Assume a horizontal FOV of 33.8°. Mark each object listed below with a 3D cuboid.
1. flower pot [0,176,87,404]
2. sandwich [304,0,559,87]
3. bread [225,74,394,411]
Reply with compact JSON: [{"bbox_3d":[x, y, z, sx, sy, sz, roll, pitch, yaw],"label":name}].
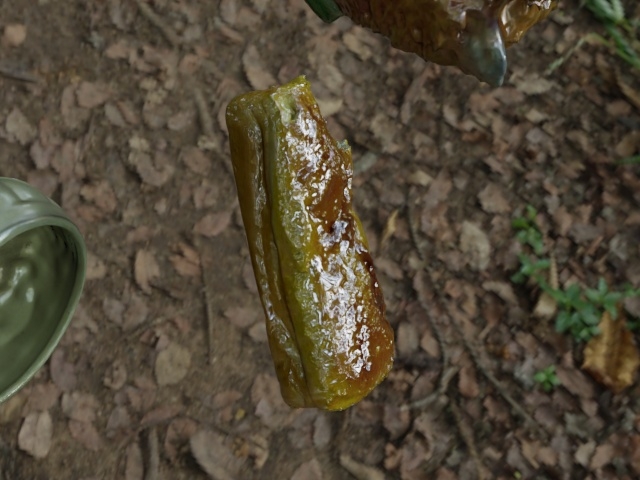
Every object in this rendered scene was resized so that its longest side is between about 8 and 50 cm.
[{"bbox_3d":[-0.456,0.037,1.265,0.244,0.307,0.307,30,47,17],"label":"flower pot"},{"bbox_3d":[0.051,-0.217,0.743,0.250,0.162,0.301,24,31,-48],"label":"sandwich"},{"bbox_3d":[0.000,0.000,1.214,0.185,0.109,0.380,-28,110,-54],"label":"bread"}]
